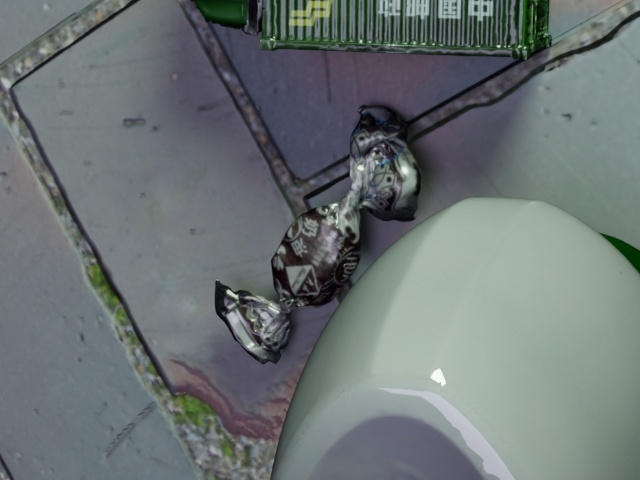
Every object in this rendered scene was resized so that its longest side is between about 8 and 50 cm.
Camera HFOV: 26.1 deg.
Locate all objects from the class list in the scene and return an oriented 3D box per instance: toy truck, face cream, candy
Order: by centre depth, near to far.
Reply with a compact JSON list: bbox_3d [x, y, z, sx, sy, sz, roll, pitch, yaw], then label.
[{"bbox_3d":[0.110,0.128,0.854,0.219,0.357,0.312,3,104,22],"label":"face cream"},{"bbox_3d":[0.028,-0.193,0.961,0.259,0.088,0.121,5,105,21],"label":"toy truck"},{"bbox_3d":[0.000,0.000,1.045,0.094,0.051,0.226,45,114,19],"label":"candy"}]
